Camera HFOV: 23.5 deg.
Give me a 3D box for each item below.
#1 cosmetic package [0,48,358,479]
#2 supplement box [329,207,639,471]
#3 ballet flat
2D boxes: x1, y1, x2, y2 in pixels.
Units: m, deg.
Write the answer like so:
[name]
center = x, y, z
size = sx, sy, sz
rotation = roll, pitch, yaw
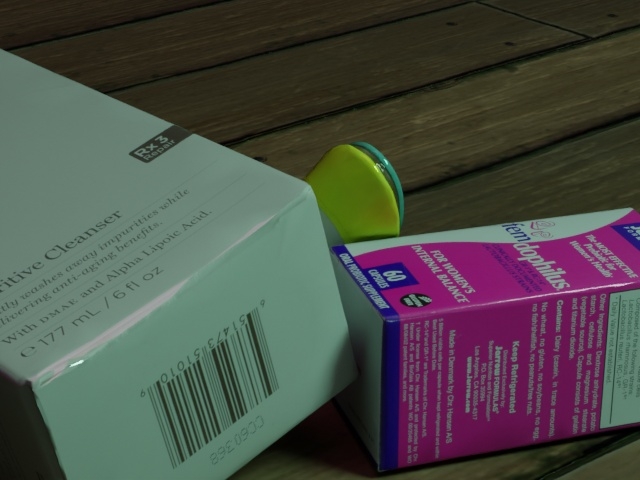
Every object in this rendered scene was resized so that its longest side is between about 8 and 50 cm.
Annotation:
[cosmetic package]
center = -0.187, 0.019, 0.986
size = 0.217, 0.156, 0.385
rotation = -36, 42, -29
[supplement box]
center = 0.124, 0.060, 0.991
size = 0.220, 0.113, 0.111
rotation = -7, 25, -16
[ballet flat]
center = 0.000, 0.000, 1.064
size = 0.077, 0.077, 0.231
rotation = -38, -4, -15
